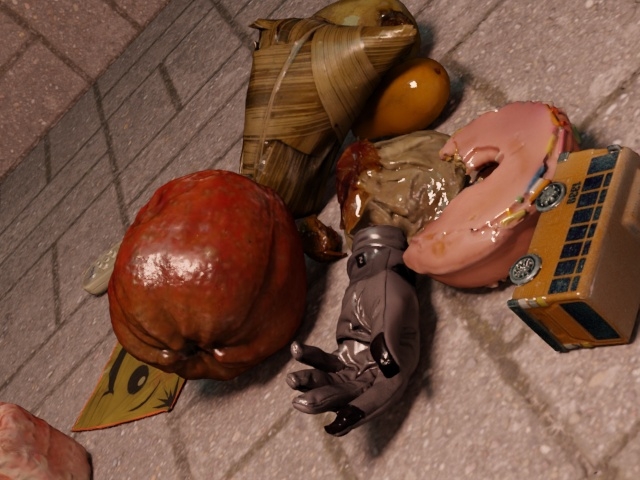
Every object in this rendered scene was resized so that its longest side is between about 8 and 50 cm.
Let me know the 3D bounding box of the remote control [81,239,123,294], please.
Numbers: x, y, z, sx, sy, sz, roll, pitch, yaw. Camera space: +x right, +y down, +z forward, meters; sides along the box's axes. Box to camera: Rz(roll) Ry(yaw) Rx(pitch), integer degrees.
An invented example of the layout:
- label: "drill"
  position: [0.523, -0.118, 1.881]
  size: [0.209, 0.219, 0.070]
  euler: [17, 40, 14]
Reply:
- label: "remote control"
  position: [-0.338, 0.028, 1.982]
  size: [0.221, 0.042, 0.078]
  euler: [-32, 29, 28]

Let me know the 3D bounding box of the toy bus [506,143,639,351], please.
- label: "toy bus"
  position: [0.251, 0.002, 1.036]
  size: [0.103, 0.091, 0.182]
  euler: [-12, 45, 49]

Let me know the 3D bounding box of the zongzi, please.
- label: "zongzi"
  position: [0.013, -0.163, 1.515]
  size: [0.288, 0.134, 0.285]
  euler: [10, 96, 47]

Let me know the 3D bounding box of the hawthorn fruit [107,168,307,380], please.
- label: "hawthorn fruit"
  position: [-0.140, 0.042, 1.406]
  size: [0.258, 0.258, 0.261]
  euler: [-10, 74, 52]

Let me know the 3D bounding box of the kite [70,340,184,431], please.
- label: "kite"
  position: [-0.244, 0.168, 1.675]
  size: [0.377, 0.013, 0.327]
  euler: [-45, 27, 5]

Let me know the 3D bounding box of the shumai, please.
- label: "shumai"
  position: [0.075, -0.071, 1.381]
  size: [0.201, 0.120, 0.201]
  euler: [-38, 30, 26]

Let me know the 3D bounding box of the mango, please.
- label: "mango"
  position: [0.109, -0.187, 1.535]
  size: [0.184, 0.085, 0.102]
  euler: [-27, 38, 58]

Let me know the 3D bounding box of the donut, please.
- label: "donut"
  position: [0.197, -0.050, 1.200]
  size: [0.199, 0.085, 0.233]
  euler: [-19, 38, 47]

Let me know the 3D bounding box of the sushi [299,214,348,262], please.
- label: "sushi"
  position: [0.000, 0.000, 1.488]
  size: [0.050, 0.047, 0.099]
  euler: [-51, 40, 22]

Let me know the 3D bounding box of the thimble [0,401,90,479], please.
- label: "thimble"
  position: [-0.447, 0.352, 1.573]
  size: [0.239, 0.162, 0.239]
  euler: [-38, 24, 21]

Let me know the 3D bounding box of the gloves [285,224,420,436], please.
- label: "gloves"
  position: [0.053, 0.092, 1.197]
  size: [0.142, 0.119, 0.285]
  euler: [-40, 15, 45]

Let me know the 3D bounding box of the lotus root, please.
- label: "lotus root"
  position: [0.036, -0.289, 1.711]
  size: [0.278, 0.154, 0.154]
  euler: [-15, 41, 54]
